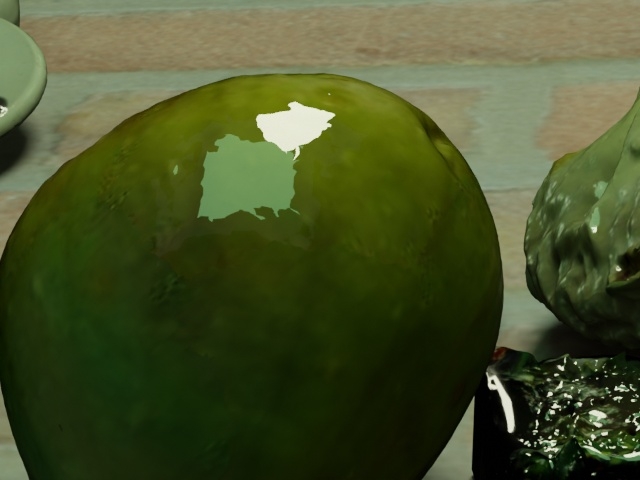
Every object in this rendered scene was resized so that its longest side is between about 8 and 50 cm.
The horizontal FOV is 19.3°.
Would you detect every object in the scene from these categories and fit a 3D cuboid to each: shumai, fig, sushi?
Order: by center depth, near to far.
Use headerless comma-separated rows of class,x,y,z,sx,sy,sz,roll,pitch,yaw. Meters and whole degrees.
fig,-0.027,0.039,0.670,0.181,0.181,0.191,1,56,16
sushi,0.104,0.080,0.690,0.083,0.056,0.084,-2,25,-7
shumai,0.177,-0.027,0.758,0.184,0.141,0.184,4,7,0

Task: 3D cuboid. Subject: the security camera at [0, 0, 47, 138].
security camera,-0.250,-0.113,1.142,0.157,0.080,0.301,-9,36,-9
